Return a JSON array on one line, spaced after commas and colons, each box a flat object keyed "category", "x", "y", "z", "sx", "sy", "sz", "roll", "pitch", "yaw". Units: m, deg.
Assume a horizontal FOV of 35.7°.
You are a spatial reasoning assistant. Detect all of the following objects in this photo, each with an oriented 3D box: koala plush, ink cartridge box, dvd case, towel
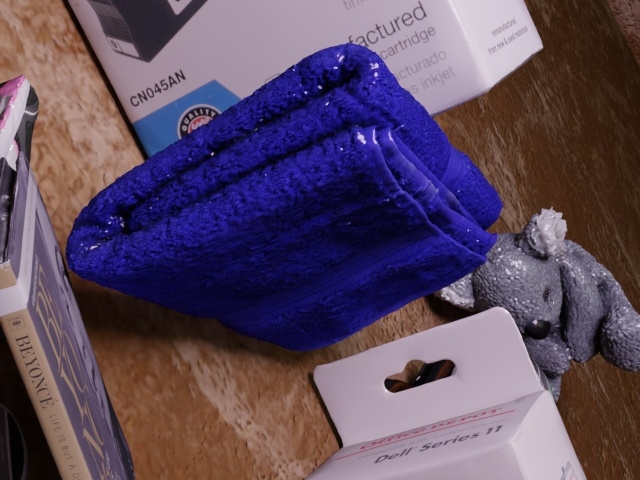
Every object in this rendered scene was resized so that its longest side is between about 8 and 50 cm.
[{"category": "koala plush", "x": 0.235, "y": 0.059, "z": 1.141, "sx": 0.221, "sy": 0.196, "sz": 0.203, "roll": 34, "pitch": 33, "yaw": -44}, {"category": "ink cartridge box", "x": -0.054, "y": -0.252, "z": 0.755, "sx": 0.394, "sy": 0.286, "sz": 0.166, "roll": 63, "pitch": 31, "yaw": -8}, {"category": "ink cartridge box", "x": 0.113, "y": 0.252, "z": 0.779, "sx": 0.119, "sy": 0.207, "sz": 0.353, "roll": -24, "pitch": 91, "yaw": -61}, {"category": "dvd case", "x": -0.133, "y": 0.077, "z": 0.534, "sx": 0.164, "sy": 0.018, "sz": 0.221, "roll": -122, "pitch": -163, "yaw": -64}, {"category": "towel", "x": 0.000, "y": 0.000, "z": 0.683, "sx": 0.076, "sy": 0.228, "sz": 0.308, "roll": 64, "pitch": 14, "yaw": 24}]

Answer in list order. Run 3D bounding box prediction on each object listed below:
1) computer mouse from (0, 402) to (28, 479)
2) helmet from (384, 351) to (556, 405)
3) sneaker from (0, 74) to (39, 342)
[{"category": "computer mouse", "x": -0.233, "y": 0.109, "z": 0.481, "sx": 0.193, "sy": 0.042, "sz": 0.106, "roll": 17, "pitch": 52, "yaw": -47}, {"category": "helmet", "x": 0.141, "y": 0.167, "z": 0.928, "sx": 0.162, "sy": 0.169, "sz": 0.169, "roll": -10, "pitch": 80, "yaw": -44}, {"category": "sneaker", "x": -0.203, "y": -0.015, "z": 0.596, "sx": 0.077, "sy": 0.072, "sz": 0.178, "roll": 51, "pitch": 40, "yaw": -48}]
